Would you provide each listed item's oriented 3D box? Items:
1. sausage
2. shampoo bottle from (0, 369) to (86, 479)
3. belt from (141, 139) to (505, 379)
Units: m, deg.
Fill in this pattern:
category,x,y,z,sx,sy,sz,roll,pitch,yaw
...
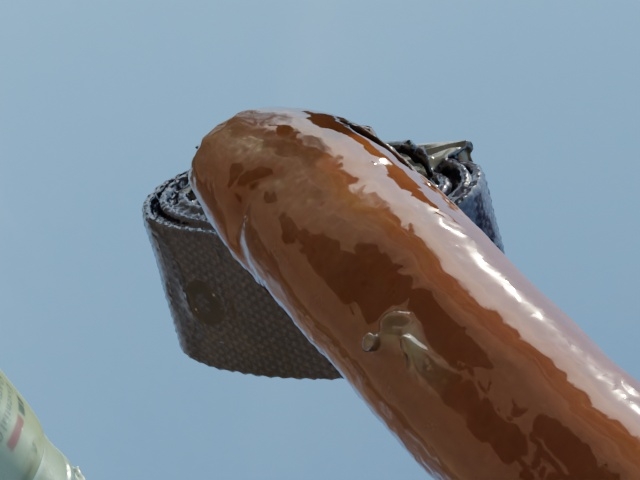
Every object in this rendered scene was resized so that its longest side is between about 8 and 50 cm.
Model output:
category,x,y,z,sx,sy,sz,roll,pitch,yaw
sausage,0.081,0.067,0.714,0.094,0.094,0.419,-39,-127,-7
shampoo bottle,-0.141,0.027,0.532,0.049,0.212,0.072,-8,-135,26
belt,0.000,0.000,1.032,0.230,0.139,0.126,1,-62,36
